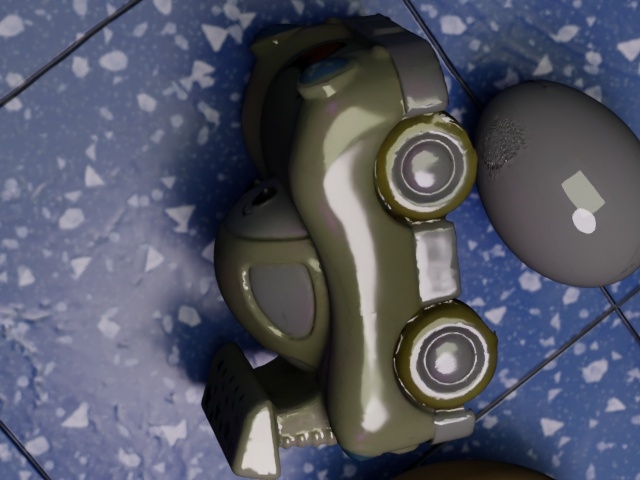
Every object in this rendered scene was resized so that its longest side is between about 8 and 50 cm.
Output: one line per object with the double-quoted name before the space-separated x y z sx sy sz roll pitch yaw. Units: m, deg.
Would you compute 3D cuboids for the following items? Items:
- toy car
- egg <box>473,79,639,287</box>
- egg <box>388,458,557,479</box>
"toy car" 0.000 0.000 1.497 0.226 0.242 0.336 -11 108 -10
"egg" 0.212 -0.049 1.586 0.146 0.146 0.198 -33 103 -5
"egg" 0.139 0.290 1.624 0.244 0.201 0.201 -13 107 -23
